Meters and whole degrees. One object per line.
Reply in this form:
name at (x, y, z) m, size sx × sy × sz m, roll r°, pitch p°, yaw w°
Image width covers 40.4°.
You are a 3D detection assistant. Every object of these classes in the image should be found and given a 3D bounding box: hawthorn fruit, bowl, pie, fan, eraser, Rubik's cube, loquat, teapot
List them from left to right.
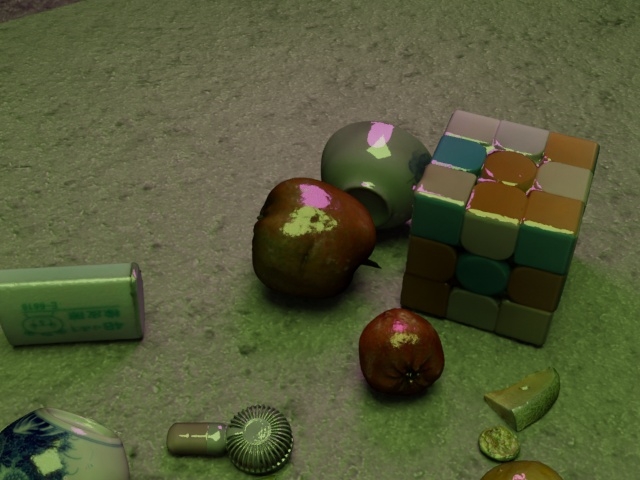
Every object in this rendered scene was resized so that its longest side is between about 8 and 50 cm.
teapot at (-0.472, 0.441, 1.501) m, size 0.424 × 0.252 × 0.280 m, roll 17°, pitch 80°, yaw 42°
eraser at (-0.521, 0.134, 1.839) m, size 0.290 × 0.189 × 0.104 m, roll -3°, pitch 47°, yaw -5°
fan at (-0.175, 0.382, 1.679) m, size 0.244 × 0.074 × 0.130 m, roll 0°, pitch 54°, yaw 5°
hawthorn fruit at (0.000, 0.000, 1.947) m, size 0.301 × 0.267 × 0.267 m, roll 15°, pitch 44°, yaw -3°
bowl at (0.122, -0.125, 2.062) m, size 0.289 × 0.289 × 0.146 m, roll 12°, pitch 45°, yaw 11°
hawthorn fruit at (0.162, 0.217, 1.790) m, size 0.179 × 0.179 × 0.200 m, roll -1°, pitch 35°, yaw -3°
Rubik's cube at (0.393, -0.033, 1.935) m, size 0.345 × 0.346 × 0.347 m, roll 17°, pitch 46°, yaw 14°
pie at (0.350, 0.400, 1.708) m, size 0.084 × 0.021 × 0.084 m, roll 4°, pitch 43°, yaw -4°
loquat at (0.350, 0.465, 1.530) m, size 0.172 × 0.204 × 0.149 m, roll -17°, pitch 73°, yaw 21°

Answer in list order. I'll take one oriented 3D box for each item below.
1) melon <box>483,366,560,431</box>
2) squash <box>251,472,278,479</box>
melon at (0.438, 0.316, 1.793) m, size 0.182 × 0.054 × 0.098 m, roll -20°, pitch 32°, yaw -22°
squash at (-0.212, 0.460, 1.561) m, size 0.093 × 0.169 × 0.252 m, roll -21°, pitch 21°, yaw 49°
